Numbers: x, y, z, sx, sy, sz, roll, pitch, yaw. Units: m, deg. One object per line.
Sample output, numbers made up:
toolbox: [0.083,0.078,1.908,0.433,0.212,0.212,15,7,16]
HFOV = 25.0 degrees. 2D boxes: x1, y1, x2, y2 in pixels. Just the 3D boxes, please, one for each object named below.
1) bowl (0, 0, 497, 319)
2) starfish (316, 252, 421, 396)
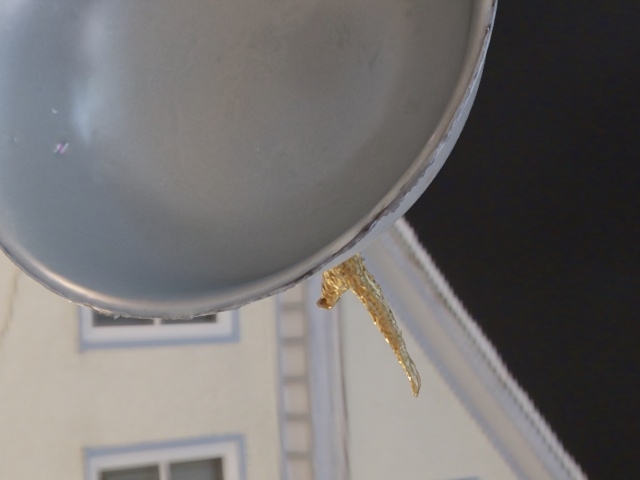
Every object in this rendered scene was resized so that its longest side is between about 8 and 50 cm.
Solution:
bowl: [-0.016,-0.057,0.460,0.189,0.086,0.189,-9,-109,26]
starfish: [0.005,-0.003,1.191,0.295,0.048,0.231,59,-13,3]
